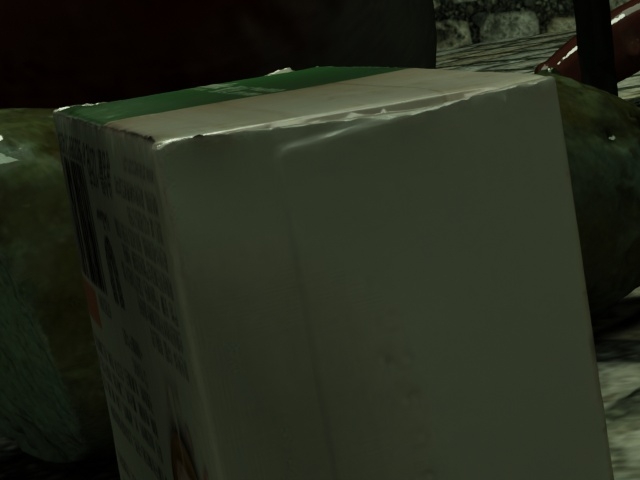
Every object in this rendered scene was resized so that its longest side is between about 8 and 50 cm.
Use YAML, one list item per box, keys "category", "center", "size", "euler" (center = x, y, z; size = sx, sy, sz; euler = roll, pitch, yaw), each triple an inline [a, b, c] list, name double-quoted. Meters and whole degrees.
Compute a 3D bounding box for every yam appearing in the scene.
- category: "yam"
  center: [0.000, 0.000, 0.707]
  size: [0.330, 0.133, 0.133]
  euler: [-10, 7, -31]

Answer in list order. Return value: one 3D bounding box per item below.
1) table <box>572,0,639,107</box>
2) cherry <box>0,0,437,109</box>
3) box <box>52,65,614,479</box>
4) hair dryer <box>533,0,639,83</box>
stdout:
- category: "table"
  center: [0.208, -0.163, 0.965]
  size: [0.335, 0.272, 0.222]
  euler: [-13, 15, -26]
- category: "cherry"
  center: [-0.102, -0.091, 0.867]
  size: [0.335, 0.291, 0.326]
  euler: [-49, -20, 8]
- category: "box"
  center: [-0.005, 0.031, 0.424]
  size: [0.081, 0.135, 0.199]
  euler: [-11, 9, -10]
- category: "hair dryer"
  center: [0.258, -0.223, 1.581]
  size: [0.340, 0.312, 0.123]
  euler: [-31, 7, 1]
